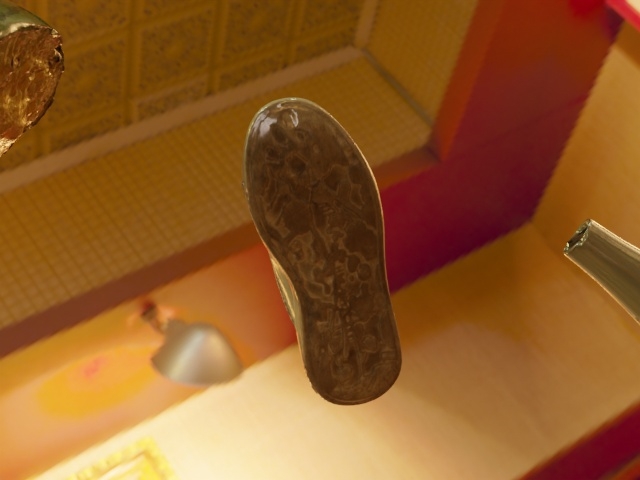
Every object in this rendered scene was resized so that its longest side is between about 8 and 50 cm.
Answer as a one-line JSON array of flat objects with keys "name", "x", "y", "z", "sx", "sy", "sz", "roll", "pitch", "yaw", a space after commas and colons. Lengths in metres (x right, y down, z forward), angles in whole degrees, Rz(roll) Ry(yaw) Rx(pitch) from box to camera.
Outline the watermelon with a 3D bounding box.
[{"name": "watermelon", "x": -0.307, "y": -0.113, "z": 0.929, "sx": 0.204, "sy": 0.127, "sz": 0.232, "roll": -50, "pitch": -6, "yaw": 26}]

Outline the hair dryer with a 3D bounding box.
[{"name": "hair dryer", "x": 0.315, "y": 0.038, "z": 1.147, "sx": 0.219, "sy": 0.225, "sz": 0.088, "roll": 32, "pitch": -73, "yaw": -21}]

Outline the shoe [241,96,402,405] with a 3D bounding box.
[{"name": "shoe", "x": 0.000, "y": 0.000, "z": 1.210, "sx": 0.124, "sy": 0.159, "sz": 0.316, "roll": -13, "pitch": -73, "yaw": -1}]
